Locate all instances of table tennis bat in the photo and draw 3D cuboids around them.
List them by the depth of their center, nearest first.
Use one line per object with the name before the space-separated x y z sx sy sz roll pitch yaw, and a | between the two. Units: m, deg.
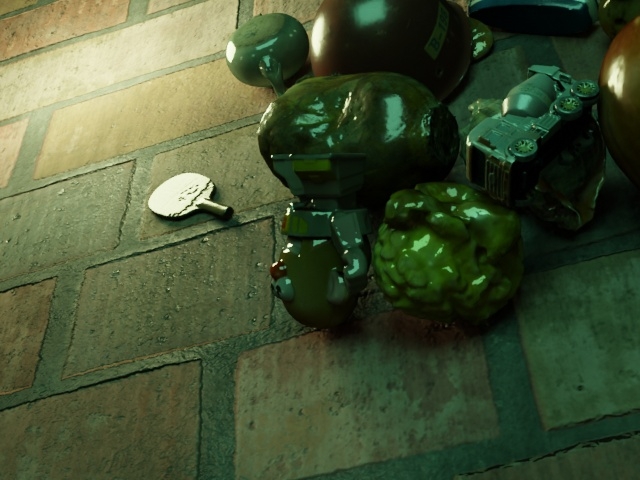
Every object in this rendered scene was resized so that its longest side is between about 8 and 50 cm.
table tennis bat | -0.258 -0.081 2.002 0.234 0.022 0.131 21 55 44

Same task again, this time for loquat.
loquat | 0.604 -0.442 1.881 0.163 0.137 0.163 -29 23 13

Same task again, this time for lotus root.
lotus root | 0.084 -0.176 1.759 0.346 0.250 0.250 4 46 41

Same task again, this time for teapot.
teapot | -0.116 -0.422 2.236 0.193 0.129 0.294 -21 37 4

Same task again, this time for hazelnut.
hazelnut | 0.584 -0.204 1.489 0.372 0.315 0.372 2 76 -9

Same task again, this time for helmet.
helmet | 0.117 -0.432 2.009 0.337 0.230 0.385 4 58 34

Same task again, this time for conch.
conch | 0.360 -0.140 1.648 0.210 0.159 0.291 -40 72 7

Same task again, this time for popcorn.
popcorn | 0.187 0.009 1.492 0.237 0.251 0.206 -22 45 9

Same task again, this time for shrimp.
shrimp | 0.267 -0.429 2.119 0.236 0.053 0.133 32 84 42

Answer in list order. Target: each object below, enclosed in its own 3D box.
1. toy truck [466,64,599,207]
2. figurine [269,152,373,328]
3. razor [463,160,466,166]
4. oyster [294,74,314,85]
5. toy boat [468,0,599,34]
toy truck | 0.314 -0.169 1.485 0.140 0.108 0.257 31 58 32
figurine | 0.001 0.000 1.592 0.167 0.285 0.342 -1 7 3
razor | 0.359 -0.210 1.819 0.253 0.042 0.082 -40 82 -17
oyster | -0.026 -0.321 2.160 0.083 0.038 0.080 -14 58 -33
toy boat | 0.426 -0.477 2.048 0.299 0.096 0.061 14 60 40
